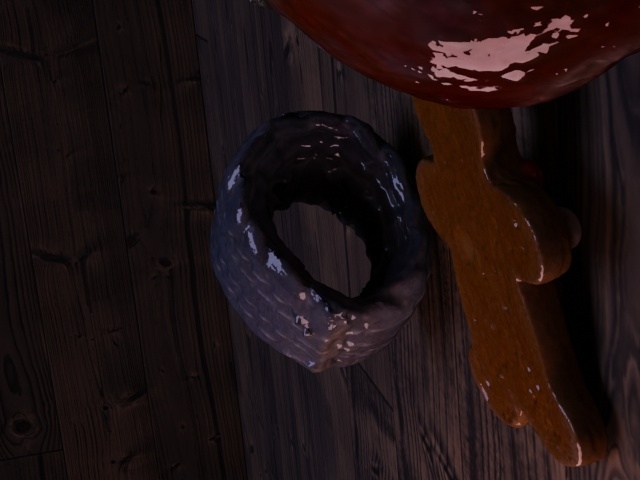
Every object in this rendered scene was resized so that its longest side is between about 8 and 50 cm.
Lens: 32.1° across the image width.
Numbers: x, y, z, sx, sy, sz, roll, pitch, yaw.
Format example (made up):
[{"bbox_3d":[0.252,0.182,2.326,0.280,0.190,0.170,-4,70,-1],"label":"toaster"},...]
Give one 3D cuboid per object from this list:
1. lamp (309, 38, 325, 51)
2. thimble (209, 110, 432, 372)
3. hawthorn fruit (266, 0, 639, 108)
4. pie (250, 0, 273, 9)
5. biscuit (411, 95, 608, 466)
[{"bbox_3d":[0.042,-0.266,0.693,0.301,0.247,0.247,51,-152,-66],"label":"lamp"},{"bbox_3d":[0.000,0.000,1.078,0.172,0.205,0.236,111,149,-67],"label":"thimble"},{"bbox_3d":[0.072,-0.192,0.412,0.284,0.284,0.285,172,90,-79],"label":"hawthorn fruit"},{"bbox_3d":[-0.066,-0.438,1.423,0.274,0.105,0.257,-129,47,-65],"label":"pie"},{"bbox_3d":[0.125,-0.004,0.760,0.205,0.049,0.324,-148,37,-73],"label":"biscuit"}]
